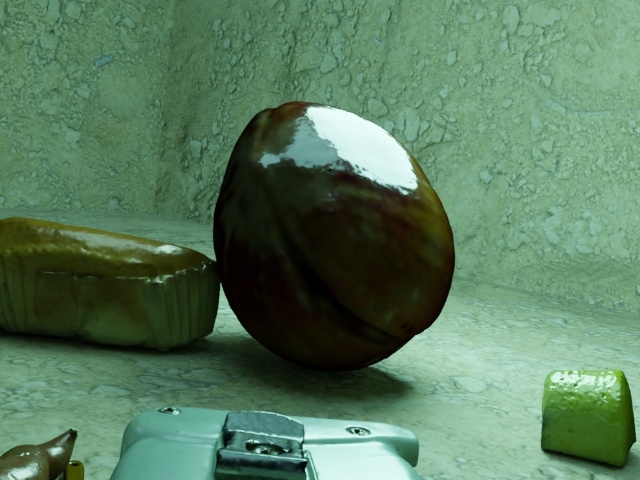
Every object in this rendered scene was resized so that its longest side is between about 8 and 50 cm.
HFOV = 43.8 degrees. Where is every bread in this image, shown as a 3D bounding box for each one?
[{"bbox_3d":[-0.353,0.065,1.270,0.389,0.183,0.236,6,3,-12],"label":"bread"},{"bbox_3d":[0.340,0.218,1.008,0.114,0.111,0.129,0,-1,18],"label":"bread"}]

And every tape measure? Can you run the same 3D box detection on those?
[{"bbox_3d":[-0.033,0.199,0.587,0.243,0.125,0.246,6,5,-7],"label":"tape measure"}]

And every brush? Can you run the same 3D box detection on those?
[{"bbox_3d":[-0.212,0.223,0.686,0.043,0.014,0.170,7,5,-18],"label":"brush"}]

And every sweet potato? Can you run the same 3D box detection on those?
[{"bbox_3d":[-0.256,0.202,0.648,0.058,0.055,0.202,35,7,6],"label":"sweet potato"}]

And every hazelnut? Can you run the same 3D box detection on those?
[{"bbox_3d":[0.000,0.000,1.259,0.402,0.429,0.402,-8,-30,-5],"label":"hazelnut"}]
